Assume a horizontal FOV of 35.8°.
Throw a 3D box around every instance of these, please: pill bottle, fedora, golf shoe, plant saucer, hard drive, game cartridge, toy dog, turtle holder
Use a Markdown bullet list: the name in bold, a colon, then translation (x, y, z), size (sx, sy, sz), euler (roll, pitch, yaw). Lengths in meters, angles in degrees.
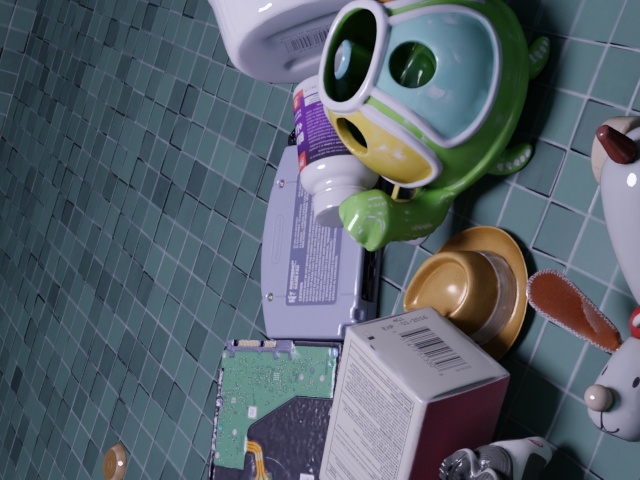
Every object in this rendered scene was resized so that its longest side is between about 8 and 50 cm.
- **pill bottle**: translation (0.022, -0.120, 1.342), size (0.108, 0.108, 0.193), euler (-31, 57, 46)
- **fedora**: translation (0.163, 0.067, 1.204), size (0.194, 0.079, 0.194), euler (-21, 63, 50)
- **golf shoe**: translation (0.185, 0.328, 1.087), size (0.105, 0.120, 0.273), euler (45, 139, 39)
- **plant saucer**: translation (-0.403, 0.435, 1.921), size (0.083, 0.015, 0.083), euler (-22, 63, 50)
- **hard drive**: translation (-0.056, 0.312, 1.403), size (0.237, 0.064, 0.339), euler (-4, 77, 39)
- **game cartridge**: translation (0.000, 0.000, 1.438), size (0.196, 0.060, 0.294), euler (-3, 77, 37)
- **toy dog**: translation (0.303, 0.017, 0.956), size (0.220, 0.161, 0.333), euler (-23, 62, 49)
- **turtle holder**: translation (0.107, -0.168, 1.225), size (0.320, 0.227, 0.243), euler (-60, 40, 22)

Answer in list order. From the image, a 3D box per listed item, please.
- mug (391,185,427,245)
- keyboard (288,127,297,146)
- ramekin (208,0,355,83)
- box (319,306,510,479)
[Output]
- **mug**: translation (0.105, -0.036, 1.327), size (0.062, 0.064, 0.078), euler (-37, 52, 43)
- **keyboard**: translation (-0.020, -0.113, 1.546), size (0.100, 0.038, 0.192), euler (-41, 50, 40)
- **ramekin**: translation (-0.022, -0.340, 1.423), size (0.277, 0.277, 0.135), euler (-33, 64, 44)
- **box**: translation (0.102, 0.217, 1.135), size (0.148, 0.127, 0.232), euler (42, 134, 43)
